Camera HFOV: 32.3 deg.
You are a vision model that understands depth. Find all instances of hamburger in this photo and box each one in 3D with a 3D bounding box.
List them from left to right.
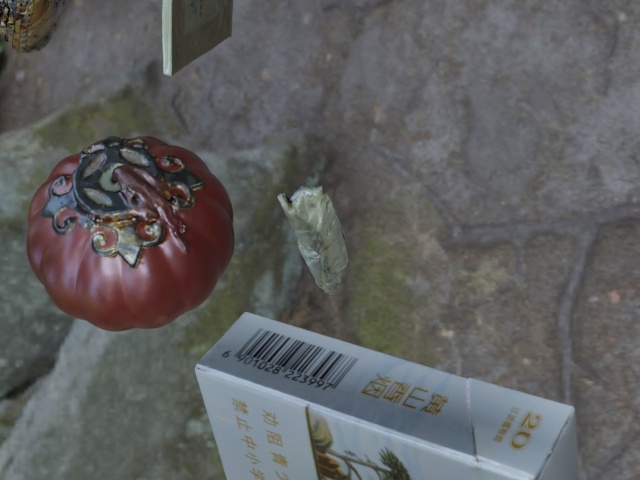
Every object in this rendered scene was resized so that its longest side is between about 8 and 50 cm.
[{"bbox_3d":[-0.330,-0.328,1.261,0.231,0.106,0.231,-157,90,-79],"label":"hamburger"}]

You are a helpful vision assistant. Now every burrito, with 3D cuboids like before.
[{"bbox_3d":[-0.001,0.002,1.501,0.058,0.229,0.063,15,61,26],"label":"burrito"}]

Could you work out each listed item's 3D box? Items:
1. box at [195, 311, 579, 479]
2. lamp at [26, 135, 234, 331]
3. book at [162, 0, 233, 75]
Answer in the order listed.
[{"bbox_3d":[0.043,0.144,0.691,0.233,0.067,0.150,14,135,30],"label":"box"},{"bbox_3d":[-0.205,-0.014,1.191,0.227,0.226,0.227,-14,73,52],"label":"lamp"},{"bbox_3d":[-0.215,-0.439,1.993,0.021,0.310,0.217,10,115,13],"label":"book"}]
